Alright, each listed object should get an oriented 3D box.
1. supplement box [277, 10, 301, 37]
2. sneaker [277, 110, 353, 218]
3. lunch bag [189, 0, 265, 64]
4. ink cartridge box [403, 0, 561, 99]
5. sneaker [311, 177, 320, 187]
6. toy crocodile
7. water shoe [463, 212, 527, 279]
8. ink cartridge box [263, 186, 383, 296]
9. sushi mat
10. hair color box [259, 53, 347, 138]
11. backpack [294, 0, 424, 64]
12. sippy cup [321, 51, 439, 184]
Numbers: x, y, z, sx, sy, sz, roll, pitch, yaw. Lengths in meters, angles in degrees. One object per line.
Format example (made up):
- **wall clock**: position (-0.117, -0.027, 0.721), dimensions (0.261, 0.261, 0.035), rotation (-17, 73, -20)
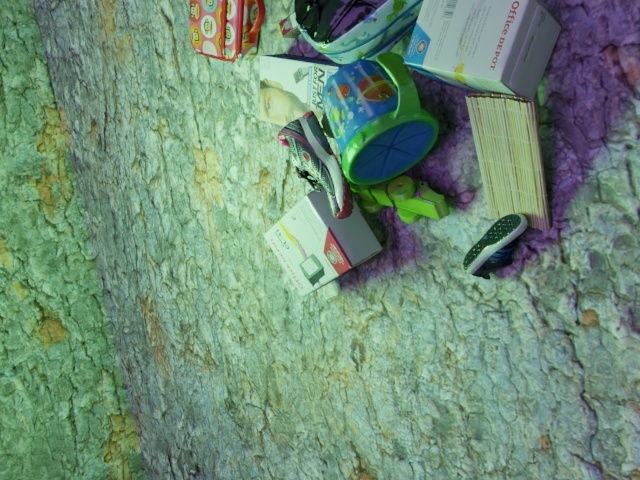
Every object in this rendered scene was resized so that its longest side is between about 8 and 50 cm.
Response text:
- **supplement box**: position (-0.069, -0.587, 1.797), dimensions (0.083, 0.055, 0.043), rotation (-17, 90, 46)
- **sneaker**: position (-0.006, -0.174, 1.635), dimensions (0.112, 0.121, 0.299), rotation (-27, 64, 3)
- **lunch bag**: position (-0.264, -0.674, 1.932), dimensions (0.258, 0.120, 0.293), rotation (24, 121, 34)
- **ink cartridge box**: position (0.327, -0.398, 1.341), dimensions (0.232, 0.168, 0.171), rotation (25, 100, 39)
- **sneaker**: position (-0.001, -0.192, 1.833), dimensions (0.191, 0.082, 0.071), rotation (52, 134, 23)
- **toy crocodile**: position (0.177, -0.129, 1.662), dimensions (0.340, 0.105, 0.115), rotation (19, 155, 42)
- **water shoe**: position (0.409, 0.014, 1.494), dimensions (0.203, 0.080, 0.073), rotation (-49, 24, 44)
- **ink cartridge box**: position (0.000, 0.000, 1.796), dimensions (0.226, 0.131, 0.306), rotation (57, 146, 3)
- **sushi mat**: position (0.397, -0.162, 1.390), dimensions (0.151, 0.019, 0.317), rotation (17, 139, 43)
- **hair color box**: position (-0.017, -0.389, 1.771), dimensions (0.338, 0.110, 0.185), rotation (22, 118, 42)
- **backpack**: position (0.111, -0.558, 1.480), dimensions (0.355, 0.273, 0.290), rotation (-36, 67, 10)
- **sippy cup**: position (0.117, -0.284, 1.520), dimensions (0.305, 0.240, 0.224), rotation (-41, 63, 26)
